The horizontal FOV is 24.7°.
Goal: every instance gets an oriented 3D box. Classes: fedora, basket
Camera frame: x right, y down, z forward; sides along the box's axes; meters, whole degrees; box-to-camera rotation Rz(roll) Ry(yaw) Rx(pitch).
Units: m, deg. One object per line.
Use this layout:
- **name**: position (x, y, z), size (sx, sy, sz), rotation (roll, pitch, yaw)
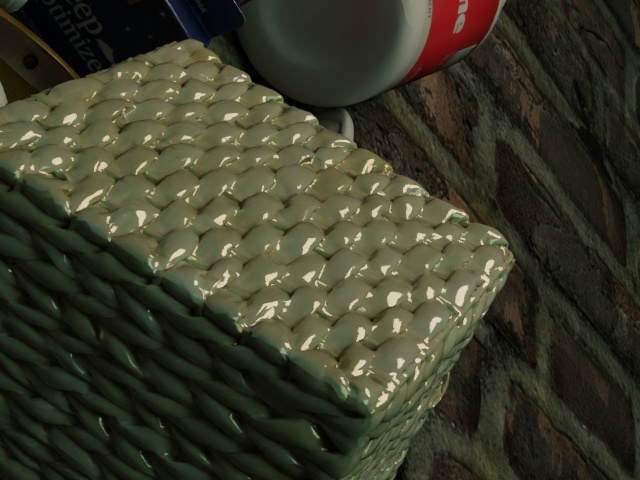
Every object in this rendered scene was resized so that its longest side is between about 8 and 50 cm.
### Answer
- **fedora**: position (-0.266, -0.130, 1.179), size (0.079, 0.194, 0.194), rotation (-54, 130, -11)
- **basket**: position (-0.094, 0.071, 0.969), size (0.328, 0.266, 0.331), rotation (33, 27, 11)

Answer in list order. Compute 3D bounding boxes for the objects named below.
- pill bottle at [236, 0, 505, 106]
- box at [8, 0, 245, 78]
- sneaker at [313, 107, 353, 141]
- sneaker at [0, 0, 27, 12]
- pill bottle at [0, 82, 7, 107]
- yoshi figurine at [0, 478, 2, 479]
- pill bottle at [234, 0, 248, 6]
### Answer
- **pill bottle**: position (0.083, -0.301, 1.746), size (0.408, 0.229, 0.229), rotation (-30, 102, -60)
- **box**: position (-0.189, -0.193, 1.230), size (0.136, 0.225, 0.036), rotation (56, 34, -27)
- **sneaker**: position (0.000, 0.000, 1.589), size (0.147, 0.105, 0.295), rotation (49, 43, -39)
- **sneaker**: position (-0.328, -0.280, 1.153), size (0.153, 0.094, 0.235), rotation (-9, 72, -53)
- **pill bottle**: position (-0.366, -0.049, 0.873), size (0.363, 0.210, 0.210), rotation (-14, 88, -61)
- **yoshi figurine**: position (-0.135, 0.266, 1.095), size (0.204, 0.203, 0.362), rotation (-21, 67, -33)
- **pill bottle**: position (-0.143, -0.289, 1.402), size (0.181, 0.182, 0.323), rotation (65, 30, -14)
